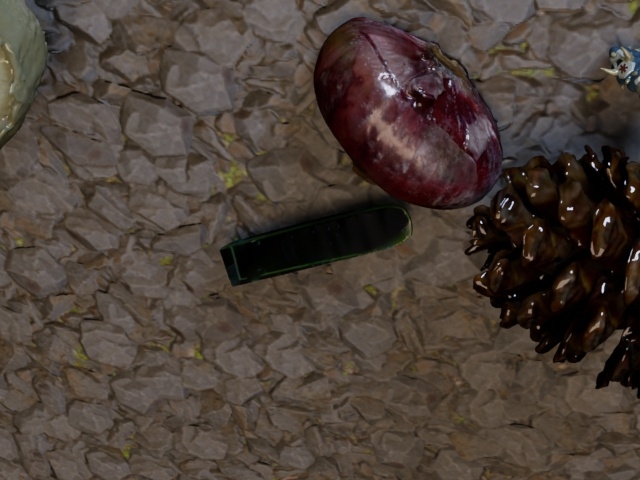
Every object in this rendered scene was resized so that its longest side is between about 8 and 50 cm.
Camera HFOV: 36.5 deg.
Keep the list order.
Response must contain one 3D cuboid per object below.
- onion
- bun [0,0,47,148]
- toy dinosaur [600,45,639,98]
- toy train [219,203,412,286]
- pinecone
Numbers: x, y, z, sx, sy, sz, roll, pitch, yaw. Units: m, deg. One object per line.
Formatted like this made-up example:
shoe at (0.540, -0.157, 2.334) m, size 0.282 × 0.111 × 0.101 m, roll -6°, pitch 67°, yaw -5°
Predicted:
onion at (0.070, -0.092, 0.872) m, size 0.206 × 0.098 × 0.151 m, roll 33°, pitch 126°, yaw -13°
bun at (-0.372, -0.183, 0.875) m, size 0.259 × 0.152 × 0.259 m, roll -1°, pitch 132°, yaw -1°
toy dinosaur at (0.276, -0.134, 0.821) m, size 0.083 × 0.047 × 0.030 m, roll 34°, pitch 126°, yaw -11°
toy train at (0.000, 0.000, 0.996) m, size 0.209 × 0.042 × 0.044 m, roll -14°, pitch 101°, yaw 22°
pinecone at (0.260, 0.022, 0.842) m, size 0.272 × 0.224 × 0.224 m, roll 12°, pitch 129°, yaw 7°
